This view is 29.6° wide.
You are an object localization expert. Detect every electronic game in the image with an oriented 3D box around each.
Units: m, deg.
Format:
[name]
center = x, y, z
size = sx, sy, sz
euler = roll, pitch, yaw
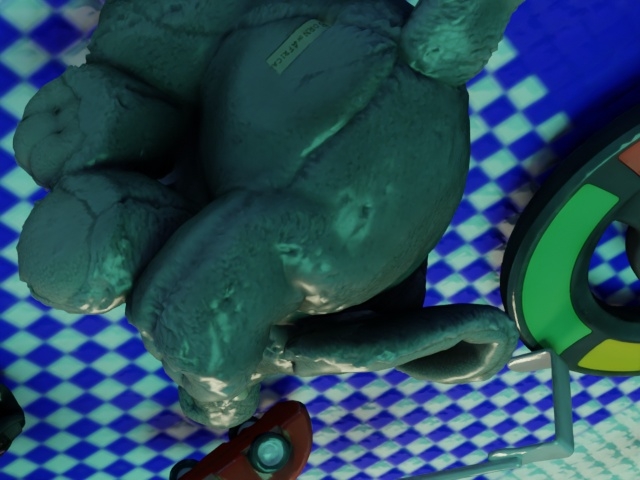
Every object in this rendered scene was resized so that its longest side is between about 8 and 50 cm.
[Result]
[electronic game]
center = 0.202, -0.004, 0.621
size = 0.229, 0.048, 0.229
euler = -10, 140, -9

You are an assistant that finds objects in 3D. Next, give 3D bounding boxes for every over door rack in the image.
[over door rack]
center = 0.059, 0.210, 0.744
size = 0.324, 0.108, 0.239
euler = -28, 140, 21

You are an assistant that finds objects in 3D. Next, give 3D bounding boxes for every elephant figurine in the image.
[elephant figurine]
center = 0.000, 0.000, 0.496
size = 0.169, 0.186, 0.239
euler = -65, 150, -12

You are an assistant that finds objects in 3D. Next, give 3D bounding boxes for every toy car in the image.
[toy car]
center = -0.123, 0.186, 0.649
size = 0.225, 0.239, 0.053
euler = -24, 103, 43

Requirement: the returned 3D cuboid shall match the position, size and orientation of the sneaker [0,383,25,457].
[sneaker]
center = -0.210, 0.071, 0.547
size = 0.077, 0.072, 0.178
euler = -40, 148, 16
